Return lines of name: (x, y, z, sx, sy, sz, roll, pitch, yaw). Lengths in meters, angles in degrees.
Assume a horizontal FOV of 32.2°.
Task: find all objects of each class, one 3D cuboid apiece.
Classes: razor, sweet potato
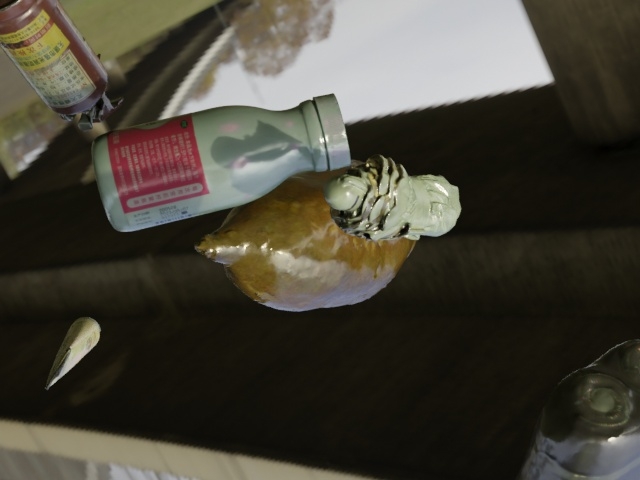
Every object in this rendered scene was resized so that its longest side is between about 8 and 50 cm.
razor: (0.133, 0.120, 0.568, 0.090, 0.148, 0.054, -21, -125, -31)
sweet potato: (0.000, 0.000, 1.159, 0.158, 0.157, 0.370, -19, -179, 25)

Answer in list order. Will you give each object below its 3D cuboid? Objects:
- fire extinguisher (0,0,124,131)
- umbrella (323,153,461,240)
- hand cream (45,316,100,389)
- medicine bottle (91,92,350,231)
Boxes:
fire extinguisher: (-0.258, -0.192, 1.136, 0.075, 0.252, 0.106, 15, -113, 25)
umbrella: (0.055, -0.029, 0.847, 0.143, 0.062, 0.067, 10, 122, -48)
hand cream: (-0.301, 0.132, 1.357, 0.061, 0.039, 0.143, -54, -173, 15)
medicine bottle: (-0.085, -0.073, 0.976, 0.217, 0.090, 0.090, -14, -165, -3)
